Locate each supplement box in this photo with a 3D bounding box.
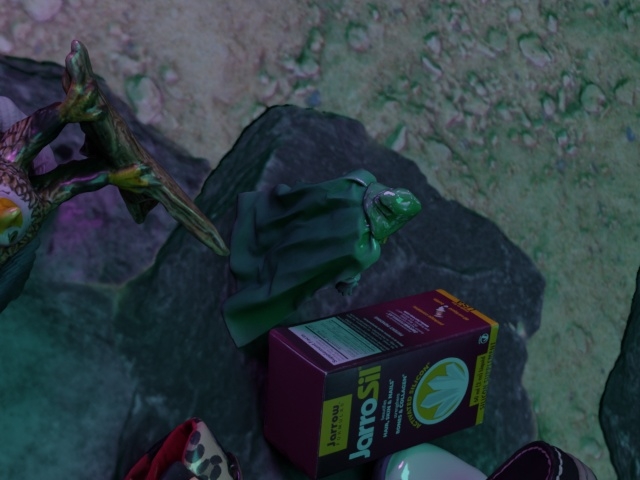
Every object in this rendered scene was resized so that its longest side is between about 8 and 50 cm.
[{"bbox_3d":[0.051,0.117,0.949,0.188,0.081,0.104,-12,118,-34],"label":"supplement box"}]

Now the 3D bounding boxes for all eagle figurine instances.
[{"bbox_3d":[-0.246,0.003,0.756,0.298,0.225,0.226,-42,73,-16],"label":"eagle figurine"}]

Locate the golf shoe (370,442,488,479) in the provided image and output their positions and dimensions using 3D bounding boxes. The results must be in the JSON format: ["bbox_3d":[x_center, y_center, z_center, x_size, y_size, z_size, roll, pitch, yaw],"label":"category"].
[{"bbox_3d":[0.174,0.282,0.970,0.306,0.140,0.115,46,59,-11],"label":"golf shoe"}]

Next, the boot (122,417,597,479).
[{"bbox_3d":[-0.001,0.237,0.826,0.284,0.138,0.377,44,88,-10],"label":"boot"}]

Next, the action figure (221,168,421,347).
[{"bbox_3d":[0.000,0.000,0.884,0.063,0.232,0.137,4,75,-32],"label":"action figure"}]
